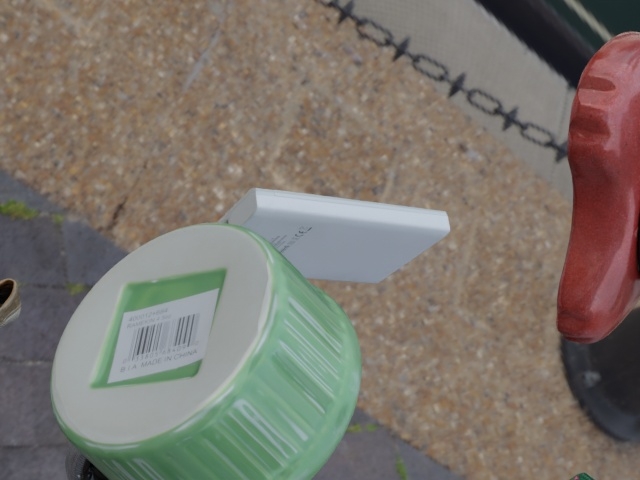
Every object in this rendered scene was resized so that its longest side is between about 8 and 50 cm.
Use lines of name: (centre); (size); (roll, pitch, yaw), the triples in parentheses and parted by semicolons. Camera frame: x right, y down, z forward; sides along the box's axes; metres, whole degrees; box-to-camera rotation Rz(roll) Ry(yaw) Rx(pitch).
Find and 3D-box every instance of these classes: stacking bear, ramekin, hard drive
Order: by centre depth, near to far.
stacking bear: (0.292, -0.012, 0.527); (0.164, 0.289, 0.175); (-40, 136, -46)
ramekin: (-0.125, 0.126, 1.032); (0.148, 0.303, 0.303); (54, 39, -42)
hard drive: (0.000, 0.000, 1.430); (0.307, 0.203, 0.040); (5, 63, -31)

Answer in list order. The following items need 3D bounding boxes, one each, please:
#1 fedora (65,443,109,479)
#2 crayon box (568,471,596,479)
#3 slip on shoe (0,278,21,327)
fedora: (-0.192, 0.290, 1.352); (0.275, 0.244, 0.124); (0, 25, 0)
crayon box: (0.338, 0.502, 1.541); (0.278, 0.081, 0.165); (-30, 106, -10)
slip on shoe: (-0.367, 0.081, 1.097); (0.051, 0.041, 0.135); (20, 22, 11)
